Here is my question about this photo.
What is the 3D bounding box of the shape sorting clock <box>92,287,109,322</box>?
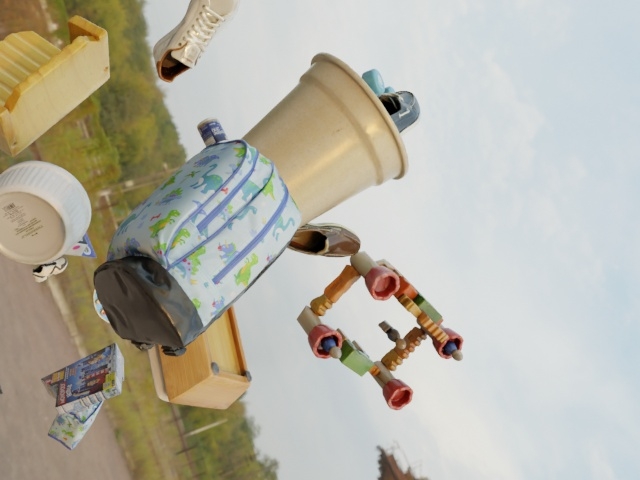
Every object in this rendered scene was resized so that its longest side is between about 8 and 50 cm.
[{"bbox_3d":[-0.604,0.162,2.128,0.040,0.206,0.206,14,-55,43],"label":"shape sorting clock"}]

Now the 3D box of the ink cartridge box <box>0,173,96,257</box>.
[{"bbox_3d":[-0.701,-0.058,1.722,0.176,0.069,0.371,62,16,17],"label":"ink cartridge box"}]

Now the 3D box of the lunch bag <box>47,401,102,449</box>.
[{"bbox_3d":[-0.621,0.440,1.789,0.096,0.151,0.129,35,-58,1],"label":"lunch bag"}]

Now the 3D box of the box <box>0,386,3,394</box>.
[{"bbox_3d":[-0.722,0.314,1.449,0.083,0.062,0.052,-18,-91,37],"label":"box"}]

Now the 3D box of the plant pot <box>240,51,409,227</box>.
[{"bbox_3d":[-0.030,-0.185,1.508,0.334,0.305,0.334,51,-10,12],"label":"plant pot"}]

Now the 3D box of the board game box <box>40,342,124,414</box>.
[{"bbox_3d":[-0.584,0.354,1.687,0.194,0.194,0.060,-122,-166,-62],"label":"board game box"}]

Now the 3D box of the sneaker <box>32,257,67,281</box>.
[{"bbox_3d":[-0.811,0.083,2.065,0.040,0.109,0.044,40,-27,34],"label":"sneaker"}]

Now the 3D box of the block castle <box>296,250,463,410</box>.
[{"bbox_3d":[0.183,0.263,1.902,0.453,0.303,0.213,42,4,-39],"label":"block castle"}]

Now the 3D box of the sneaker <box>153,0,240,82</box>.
[{"bbox_3d":[-0.283,-0.476,1.611,0.290,0.105,0.123,-38,-134,31],"label":"sneaker"}]

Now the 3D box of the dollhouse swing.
[{"bbox_3d":[-0.774,-0.452,1.757,0.305,0.347,0.315,41,-24,1],"label":"dollhouse swing"}]

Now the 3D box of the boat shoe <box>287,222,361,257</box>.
[{"bbox_3d":[-0.003,0.007,1.709,0.095,0.257,0.095,-67,-149,21],"label":"boat shoe"}]

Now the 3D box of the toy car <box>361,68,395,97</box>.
[{"bbox_3d":[0.098,-0.309,1.902,0.210,0.219,0.238,28,51,-59],"label":"toy car"}]

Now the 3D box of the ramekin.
[{"bbox_3d":[-0.589,-0.048,1.415,0.109,0.207,0.207,-92,174,-62],"label":"ramekin"}]

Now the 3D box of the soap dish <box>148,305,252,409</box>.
[{"bbox_3d":[-0.243,0.176,1.350,0.229,0.118,0.291,43,28,-65],"label":"soap dish"}]

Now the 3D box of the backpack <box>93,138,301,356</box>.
[{"bbox_3d":[-0.195,-0.005,1.165,0.290,0.355,0.274,-3,-68,55],"label":"backpack"}]

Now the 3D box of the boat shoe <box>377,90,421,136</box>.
[{"bbox_3d":[0.156,-0.288,1.580,0.303,0.114,0.091,-59,145,-49],"label":"boat shoe"}]

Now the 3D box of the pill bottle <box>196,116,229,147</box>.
[{"bbox_3d":[-0.297,-0.284,1.956,0.120,0.067,0.067,63,-16,8],"label":"pill bottle"}]
